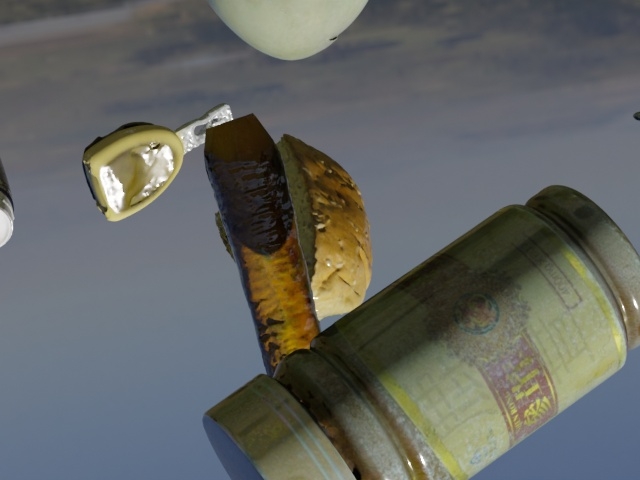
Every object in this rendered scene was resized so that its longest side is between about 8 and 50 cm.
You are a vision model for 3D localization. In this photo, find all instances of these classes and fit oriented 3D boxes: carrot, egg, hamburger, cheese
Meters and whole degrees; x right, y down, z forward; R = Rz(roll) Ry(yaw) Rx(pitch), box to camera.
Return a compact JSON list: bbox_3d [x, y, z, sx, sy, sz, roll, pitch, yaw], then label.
[{"bbox_3d":[-0.030,0.052,1.611,0.066,0.314,0.066,-16,-176,1],"label":"carrot"},{"bbox_3d":[-0.032,-0.289,1.781,0.186,0.253,0.186,-1,-164,0],"label":"egg"},{"bbox_3d":[0.000,0.000,1.998,0.155,0.135,0.208,19,-158,-29],"label":"hamburger"},{"bbox_3d":[-0.154,-0.087,1.915,0.162,0.086,0.036,-32,-147,-23],"label":"cheese"}]

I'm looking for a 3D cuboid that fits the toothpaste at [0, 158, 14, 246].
[{"bbox_3d":[-0.298,-0.049,1.759,0.045,0.071,0.193,-11,-153,-4],"label":"toothpaste"}]

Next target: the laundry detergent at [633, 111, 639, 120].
[{"bbox_3d":[0.298,-0.084,1.215,0.206,0.061,0.097,-6,-142,5],"label":"laundry detergent"}]

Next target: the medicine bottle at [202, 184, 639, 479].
[{"bbox_3d":[0.085,0.100,1.443,0.322,0.151,0.151,-34,-171,-14],"label":"medicine bottle"}]
